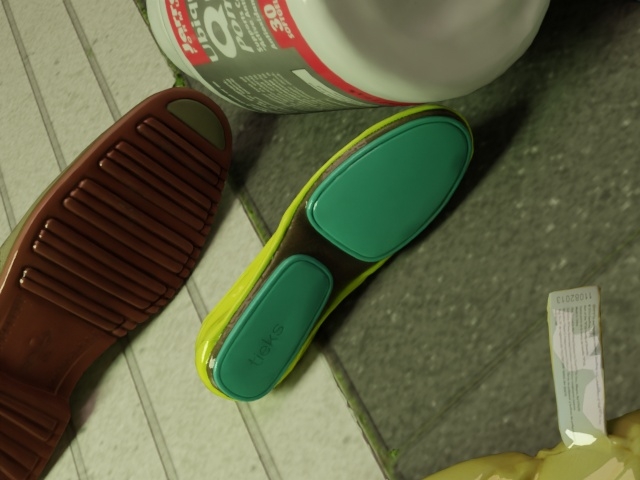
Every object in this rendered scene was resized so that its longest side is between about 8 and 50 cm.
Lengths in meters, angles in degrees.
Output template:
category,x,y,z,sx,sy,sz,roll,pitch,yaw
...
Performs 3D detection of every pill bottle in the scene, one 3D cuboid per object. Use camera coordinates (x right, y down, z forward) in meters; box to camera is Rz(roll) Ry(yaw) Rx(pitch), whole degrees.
category,x,y,z,sx,sy,sz,roll,pitch,yaw
pill bottle,-0.002,-0.171,0.981,0.176,0.176,0.318,-59,22,-11

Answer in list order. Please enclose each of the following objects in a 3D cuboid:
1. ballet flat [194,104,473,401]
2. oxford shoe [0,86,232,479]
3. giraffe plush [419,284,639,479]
category,x,y,z,sx,sy,sz,roll,pitch,yaw
ballet flat,0.000,0.000,0.941,0.231,0.077,0.077,-50,22,5
oxford shoe,-0.198,0.029,1.090,0.348,0.123,0.130,-53,30,-5
giraffe plush,0.116,0.147,0.572,0.181,0.170,0.210,4,67,33
